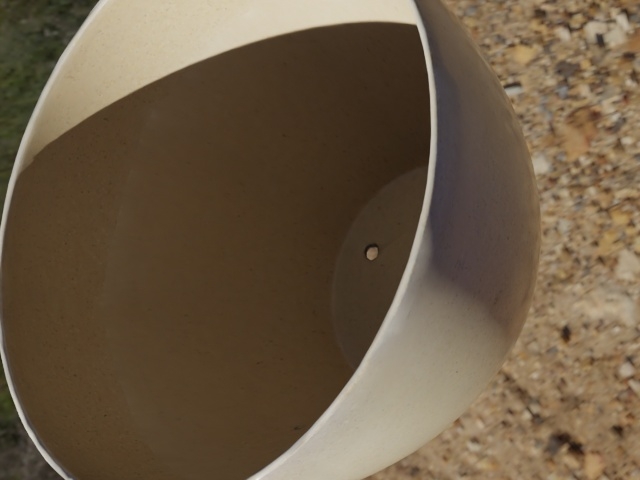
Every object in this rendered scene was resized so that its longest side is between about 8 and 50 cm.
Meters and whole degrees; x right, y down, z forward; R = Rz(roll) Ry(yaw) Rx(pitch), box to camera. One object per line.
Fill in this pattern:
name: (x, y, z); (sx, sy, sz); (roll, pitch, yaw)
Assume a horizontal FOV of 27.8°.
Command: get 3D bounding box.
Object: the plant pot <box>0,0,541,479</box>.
plant pot: (0.000, 0.000, 0.650); (0.284, 0.191, 0.284); (-15, 67, 39)
